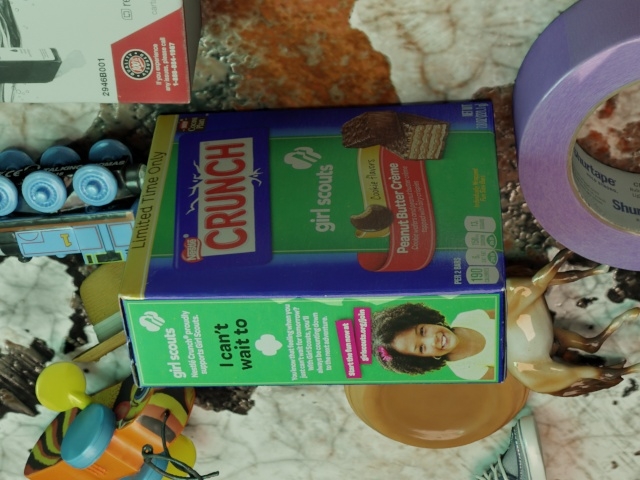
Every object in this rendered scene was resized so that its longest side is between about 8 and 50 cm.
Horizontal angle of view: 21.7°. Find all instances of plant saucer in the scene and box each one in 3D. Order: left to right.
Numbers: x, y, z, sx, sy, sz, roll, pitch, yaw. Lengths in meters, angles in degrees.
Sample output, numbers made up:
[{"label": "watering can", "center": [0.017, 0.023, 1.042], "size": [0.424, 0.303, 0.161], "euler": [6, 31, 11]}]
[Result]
[{"label": "plant saucer", "center": [0.123, 0.156, 1.758], "size": [0.200, 0.037, 0.200], "euler": [1, 132, 1]}]

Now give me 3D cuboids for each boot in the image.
[{"label": "boot", "center": [0.205, 0.266, 1.832], "size": [0.086, 0.069, 0.190], "euler": [-8, 134, 6]}]

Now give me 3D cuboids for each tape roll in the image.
[{"label": "tape roll", "center": [0.309, -0.100, 1.481], "size": [0.275, 0.090, 0.275], "euler": [2, 132, 2]}]

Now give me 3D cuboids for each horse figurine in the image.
[{"label": "horse figurine", "center": [0.230, 0.080, 1.666], "size": [0.174, 0.066, 0.263], "euler": [-20, 127, 12]}]

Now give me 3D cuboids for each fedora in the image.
[{"label": "fedora", "center": [-0.171, 0.046, 1.615], "size": [0.194, 0.194, 0.079], "euler": [-30, 90, 26]}]

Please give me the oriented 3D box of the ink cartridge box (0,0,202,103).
[{"label": "ink cartridge box", "center": [-0.243, -0.221, 1.373], "size": [0.273, 0.114, 0.197], "euler": [1, 133, 3]}]

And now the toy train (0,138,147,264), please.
[{"label": "toy train", "center": [-0.240, -0.030, 1.555], "size": [0.184, 0.080, 0.105], "euler": [-5, 117, 14]}]

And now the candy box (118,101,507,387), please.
[{"label": "candy box", "center": [0.000, 0.000, 1.463], "size": [0.317, 0.268, 0.122], "euler": [-3, 129, 5]}]

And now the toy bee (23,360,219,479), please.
[{"label": "toy bee", "center": [-0.185, 0.190, 1.747], "size": [0.298, 0.162, 0.195], "euler": [3, 147, 34]}]
